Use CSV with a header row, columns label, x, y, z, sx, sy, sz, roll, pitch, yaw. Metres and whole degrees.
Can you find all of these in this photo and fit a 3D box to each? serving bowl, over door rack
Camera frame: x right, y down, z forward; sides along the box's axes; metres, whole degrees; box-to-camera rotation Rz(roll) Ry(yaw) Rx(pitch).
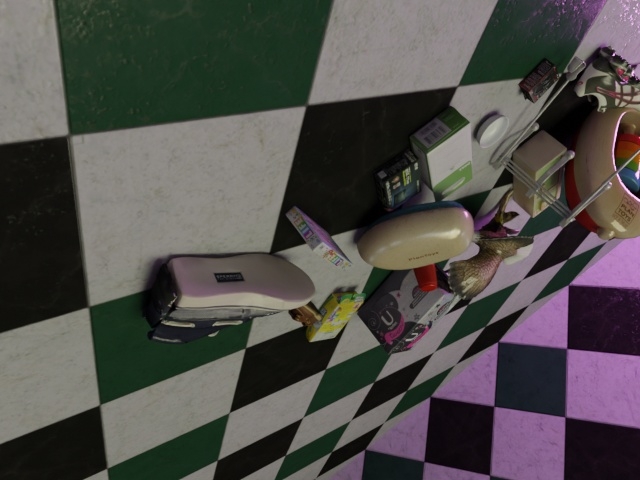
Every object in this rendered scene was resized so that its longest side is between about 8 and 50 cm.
label,x,y,z,sx,sy,sz,roll,pitch,yaw
serving bowl,0.382,-0.250,1.175,0.083,0.027,0.083,-27,149,-18
over door rack,0.584,-0.217,1.196,0.108,0.239,0.324,-29,158,-40

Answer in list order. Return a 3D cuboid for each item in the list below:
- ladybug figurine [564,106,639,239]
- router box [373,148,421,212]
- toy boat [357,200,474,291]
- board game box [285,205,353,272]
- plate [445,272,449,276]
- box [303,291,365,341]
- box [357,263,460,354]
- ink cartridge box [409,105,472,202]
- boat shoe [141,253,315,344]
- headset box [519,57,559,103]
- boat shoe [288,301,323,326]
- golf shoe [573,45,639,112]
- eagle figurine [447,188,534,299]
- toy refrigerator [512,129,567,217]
label,x,y,z,sx,sy,sz,roll,pitch,yaw
ladybug figurine,0.776,-0.188,1.393,0.449,0.305,0.162,-60,-164,-25
router box,0.166,-0.124,1.110,0.092,0.038,0.122,-34,149,-7
toy boat,0.229,0.004,1.251,0.268,0.148,0.318,-13,151,12
board game box,0.000,0.000,1.043,0.026,0.103,0.154,-41,149,7
plate,0.352,0.218,1.760,0.277,0.045,0.278,-6,138,-42
box,0.040,0.198,1.413,0.105,0.043,0.179,1,134,-46
box,0.255,0.184,1.494,0.142,0.163,0.247,6,128,-51
ink cartridge box,0.262,-0.176,1.117,0.109,0.062,0.209,-37,150,-2
boat shoe,-0.179,0.117,1.019,0.341,0.127,0.158,8,134,-40
headset box,0.474,-0.344,1.140,0.083,0.032,0.062,-48,148,14
boat shoe,-0.045,0.171,1.266,0.060,0.064,0.178,-39,152,-1
golf shoe,0.729,-0.370,1.290,0.273,0.105,0.120,19,127,-34
eagle figurine,0.475,0.022,1.456,0.225,0.298,0.226,-7,117,21
toy refrigerator,0.602,-0.173,1.441,0.102,0.094,0.269,-38,150,0
